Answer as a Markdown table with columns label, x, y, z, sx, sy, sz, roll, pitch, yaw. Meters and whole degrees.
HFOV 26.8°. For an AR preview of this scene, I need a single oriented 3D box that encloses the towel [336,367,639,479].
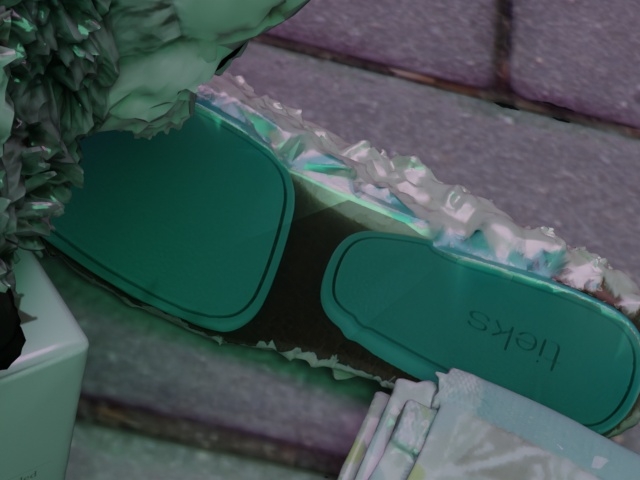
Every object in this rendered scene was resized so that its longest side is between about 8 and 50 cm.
| label | x | y | z | sx | sy | sz | roll | pitch | yaw |
| --- | --- | --- | --- | --- | --- | --- | --- | --- | --- |
| towel | 0.138 | 0.255 | 0.594 | 0.374 | 0.090 | 0.320 | 27 | 50 | 7 |

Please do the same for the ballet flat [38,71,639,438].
| label | x | y | z | sx | sy | sz | roll | pitch | yaw |
| --- | --- | --- | --- | --- | --- | --- | --- | --- | --- |
| ballet flat | 0.000 | 0.000 | 0.766 | 0.409 | 0.147 | 0.147 | 26 | 47 | 2 |

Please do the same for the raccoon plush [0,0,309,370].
| label | x | y | z | sx | sy | sz | roll | pitch | yaw |
| --- | --- | --- | --- | --- | --- | --- | --- | --- | --- |
| raccoon plush | -0.216 | -0.132 | 0.504 | 0.446 | 0.216 | 0.299 | 20 | 38 | 1 |

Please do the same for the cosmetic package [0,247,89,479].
| label | x | y | z | sx | sy | sz | roll | pitch | yaw |
| --- | --- | --- | --- | --- | --- | --- | --- | --- | --- |
| cosmetic package | -0.208 | 0.066 | 0.582 | 0.151 | 0.183 | 0.151 | -20 | 58 | -31 |
